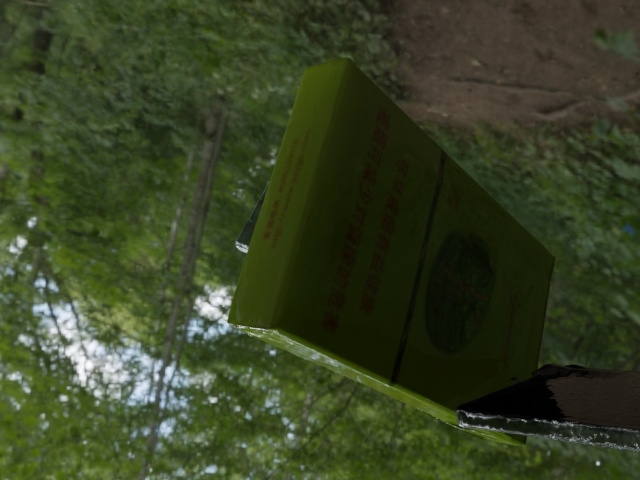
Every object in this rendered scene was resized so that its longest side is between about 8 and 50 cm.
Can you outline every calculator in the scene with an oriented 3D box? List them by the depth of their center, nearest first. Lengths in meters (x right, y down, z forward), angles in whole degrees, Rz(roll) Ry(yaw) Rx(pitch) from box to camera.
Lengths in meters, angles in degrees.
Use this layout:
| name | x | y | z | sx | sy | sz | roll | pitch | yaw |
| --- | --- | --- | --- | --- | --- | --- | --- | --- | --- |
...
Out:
| name | x | y | z | sx | sy | sz | roll | pitch | yaw |
| --- | --- | --- | --- | --- | --- | --- | --- | --- | --- |
| calculator | 0.231 | 0.108 | 0.430 | 0.161 | 0.021 | 0.262 | -6 | 179 | -41 |

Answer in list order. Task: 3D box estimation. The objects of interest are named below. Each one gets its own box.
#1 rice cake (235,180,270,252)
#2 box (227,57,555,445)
| name | x | y | z | sx | sy | sz | roll | pitch | yaw |
| --- | --- | --- | --- | --- | --- | --- | --- | --- | --- |
| rice cake | 0.000 | 0.000 | 0.952 | 0.211 | 0.124 | 0.038 | 26 | 164 | 2 |
| box | 0.085 | 0.033 | 0.519 | 0.047 | 0.187 | 0.335 | -3 | 154 | 43 |
